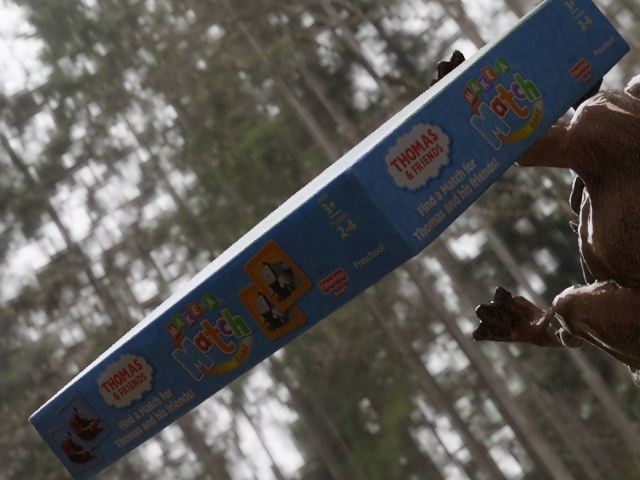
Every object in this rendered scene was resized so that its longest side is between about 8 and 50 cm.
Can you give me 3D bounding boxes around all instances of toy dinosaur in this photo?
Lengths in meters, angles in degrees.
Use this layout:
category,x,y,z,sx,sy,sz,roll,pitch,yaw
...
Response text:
category,x,y,z,sx,sy,sz,roll,pitch,yaw
toy dinosaur,0.175,-0.002,0.823,0.127,0.200,0.295,-32,-50,-31

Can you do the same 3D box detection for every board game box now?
category,x,y,z,sx,sy,sz,roll,pitch,yaw
board game box,0.000,0.000,0.630,0.211,0.039,0.160,-38,3,44

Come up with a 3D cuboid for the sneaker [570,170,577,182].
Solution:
category,x,y,z,sx,sy,sz,roll,pitch,yaw
sneaker,0.318,-0.080,1.483,0.108,0.302,0.121,-26,-66,-22
